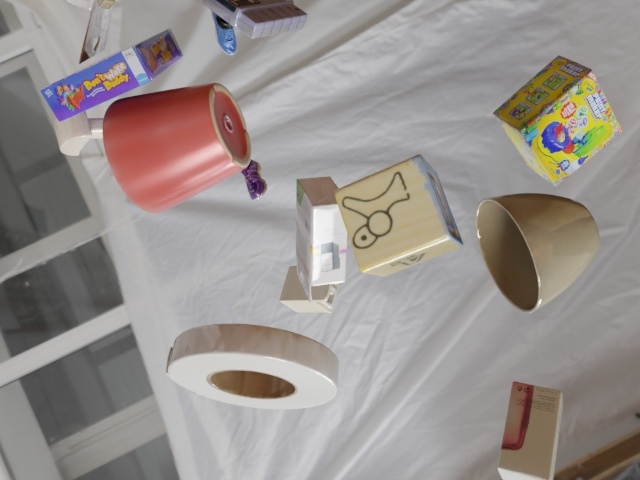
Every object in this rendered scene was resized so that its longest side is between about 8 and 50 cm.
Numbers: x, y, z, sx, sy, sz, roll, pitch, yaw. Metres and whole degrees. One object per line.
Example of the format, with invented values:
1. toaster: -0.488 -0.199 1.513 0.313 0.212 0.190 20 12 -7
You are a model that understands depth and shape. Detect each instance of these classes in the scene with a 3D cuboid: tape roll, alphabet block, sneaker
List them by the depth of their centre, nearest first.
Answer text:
1. alphabet block: 0.170 -0.045 1.255 0.193 0.197 0.192 19 -128 -66
2. tape roll: -0.152 0.298 1.344 0.392 0.391 0.072 71 -159 -56
3. sneaker: -0.277 -0.621 1.739 0.084 0.058 0.152 40 147 55
4. sneaker: -0.220 -0.194 1.840 0.071 0.068 0.170 35 -154 -48

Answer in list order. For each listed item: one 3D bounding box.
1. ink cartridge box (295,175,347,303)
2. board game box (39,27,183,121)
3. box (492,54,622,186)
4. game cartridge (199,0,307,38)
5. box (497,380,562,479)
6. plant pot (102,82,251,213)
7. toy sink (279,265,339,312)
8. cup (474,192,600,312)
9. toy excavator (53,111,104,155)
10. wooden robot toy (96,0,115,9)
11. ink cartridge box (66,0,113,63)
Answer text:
1. ink cartridge box: 0.000 0.000 1.861 0.207 0.119 0.354 -119 26 -56
2. board game box: -0.477 -0.402 1.395 0.347 0.233 0.078 -93 -20 -64
3. box: 0.783 -0.393 1.946 0.290 0.279 0.177 41 -168 -34
4. game cartridge: -0.233 -0.673 1.591 0.355 0.230 0.068 40 128 15
5. box: 0.548 0.508 1.529 0.149 0.126 0.232 58 -135 -51
6. plant pot: -0.305 -0.223 1.320 0.275 0.243 0.275 -16 -90 -74
7. toy sink: -0.016 0.187 2.253 0.131 0.234 0.153 38 -124 -41
8. cup: 0.609 0.004 1.610 0.331 0.236 0.331 161 90 -85
9. toy excavator: -0.522 -0.295 1.728 0.445 0.432 0.222 136 118 -70
10. wooden robot toy: -0.500 -0.584 1.252 0.079 0.076 0.173 -18 -80 -55
11. ink cartridge box: -0.569 -0.598 1.477 0.296 0.066 0.261 -109 41 -65
